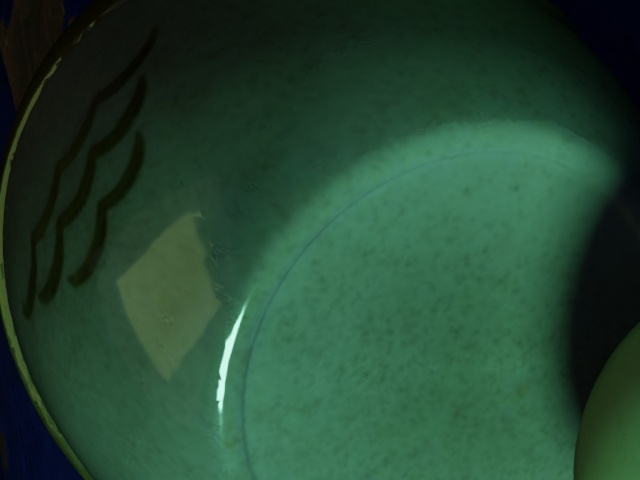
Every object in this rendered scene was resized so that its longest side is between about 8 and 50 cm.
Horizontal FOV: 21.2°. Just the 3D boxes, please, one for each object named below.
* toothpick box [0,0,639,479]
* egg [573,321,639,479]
[{"bbox_3d":[0.000,0.000,1.090,0.425,0.408,0.409,-138,50,-58],"label":"toothpick box"},{"bbox_3d":[0.218,0.111,0.834,0.242,0.186,0.186,105,154,-59],"label":"egg"}]
